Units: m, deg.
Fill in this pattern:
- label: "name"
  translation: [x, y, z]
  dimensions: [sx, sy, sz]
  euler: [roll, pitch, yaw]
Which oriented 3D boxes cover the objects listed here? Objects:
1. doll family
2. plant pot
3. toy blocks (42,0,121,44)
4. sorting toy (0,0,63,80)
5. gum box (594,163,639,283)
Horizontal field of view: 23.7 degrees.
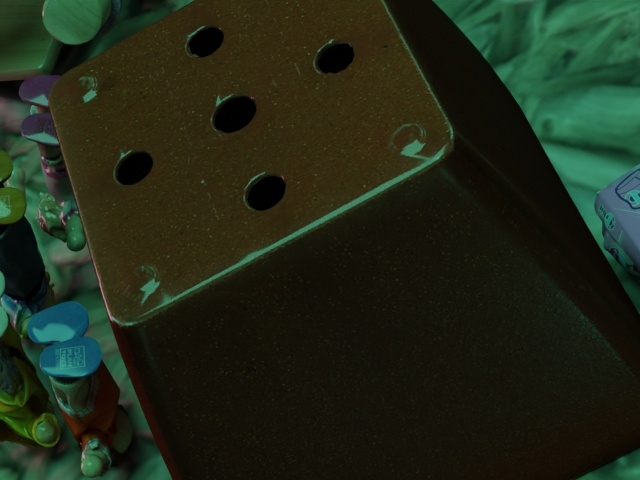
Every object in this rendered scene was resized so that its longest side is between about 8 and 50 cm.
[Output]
- label: "doll family"
  translation: [-0.186, 0.034, 0.945]
  dimensions: [0.118, 0.163, 0.263]
  euler: [-8, 58, -2]
- label: "plant pot"
  translation: [0.000, 0.000, 0.820]
  dimensions: [0.267, 0.236, 0.267]
  euler: [-28, 49, 7]
- label: "toy blocks"
  translation: [-0.282, -0.265, 1.131]
  dimensions: [0.288, 0.309, 0.260]
  euler: [-11, 20, 6]
- label: "sorting toy"
  translation: [-0.246, -0.168, 1.184]
  dimensions: [0.274, 0.046, 0.132]
  euler: [-1, 58, 26]
- label: "gum box"
  translation: [0.252, -0.018, 0.819]
  dimensions: [0.188, 0.062, 0.107]
  euler: [-31, 49, 4]
